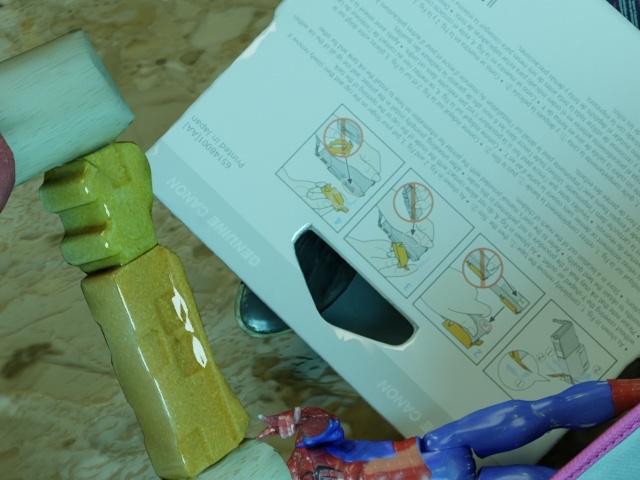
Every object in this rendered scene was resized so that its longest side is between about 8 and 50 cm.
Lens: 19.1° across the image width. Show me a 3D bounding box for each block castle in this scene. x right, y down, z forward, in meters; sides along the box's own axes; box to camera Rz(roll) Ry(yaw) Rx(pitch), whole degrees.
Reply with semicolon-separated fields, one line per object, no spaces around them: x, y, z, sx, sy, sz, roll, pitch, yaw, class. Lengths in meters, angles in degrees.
-0.266;0.095;0.948;0.453;0.303;0.213;-12;14;37;block castle

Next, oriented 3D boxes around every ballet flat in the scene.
0.000;0.000;1.185;0.173;0.057;0.049;-52;10;-33;ballet flat

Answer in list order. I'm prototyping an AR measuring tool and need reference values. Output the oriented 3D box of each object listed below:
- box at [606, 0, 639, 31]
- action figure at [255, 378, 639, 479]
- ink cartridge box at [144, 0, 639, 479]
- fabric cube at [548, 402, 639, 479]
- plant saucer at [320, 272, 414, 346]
0.129;-0.208;1.254;0.163;0.247;0.142;25;55;39;box
0.074;0.119;1.000;0.280;0.139;0.091;-12;84;9;action figure
0.083;-0.035;1.110;0.296;0.066;0.261;44;93;9;ink cartridge box
0.270;0.179;0.775;0.259;0.258;0.254;-37;43;-19;fabric cube
0.072;0.009;1.201;0.195;0.037;0.195;-11;41;9;plant saucer
